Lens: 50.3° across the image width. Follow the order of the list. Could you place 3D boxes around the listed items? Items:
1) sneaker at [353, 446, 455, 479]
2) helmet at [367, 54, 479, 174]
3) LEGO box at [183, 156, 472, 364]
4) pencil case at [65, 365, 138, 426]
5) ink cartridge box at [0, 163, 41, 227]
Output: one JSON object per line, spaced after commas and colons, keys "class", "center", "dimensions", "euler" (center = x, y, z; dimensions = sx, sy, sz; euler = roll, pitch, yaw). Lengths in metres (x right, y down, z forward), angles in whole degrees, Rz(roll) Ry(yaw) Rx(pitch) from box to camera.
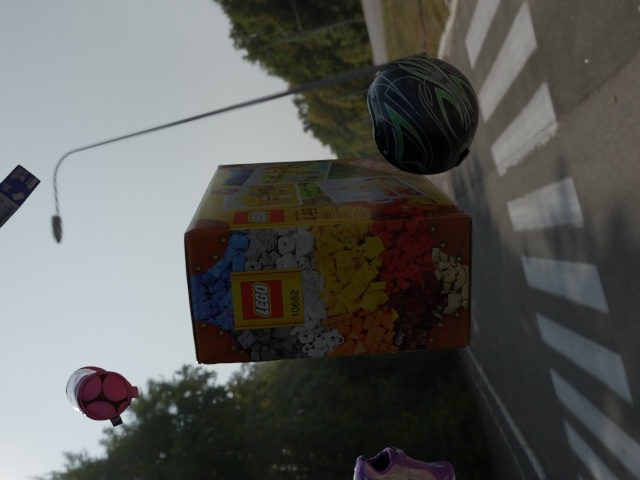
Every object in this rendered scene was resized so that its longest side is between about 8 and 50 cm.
{"class": "sneaker", "center": [0.171, 0.480, 1.417], "dimensions": [0.095, 0.236, 0.105], "euler": [-172, 79, -73]}
{"class": "helmet", "center": [0.158, -0.199, 1.047], "dimensions": [0.169, 0.169, 0.161], "euler": [-96, -6, -45]}
{"class": "LEGO box", "center": [0.000, 0.000, 1.115], "dimensions": [0.500, 0.372, 0.193], "euler": [-104, 11, -74]}
{"class": "pencil case", "center": [-0.392, 0.268, 1.209], "dimensions": [0.209, 0.098, 0.095], "euler": [-10, 91, 63]}
{"class": "ink cartridge box", "center": [-0.532, -0.022, 1.072], "dimensions": [0.046, 0.207, 0.097], "euler": [42, -159, -21]}
